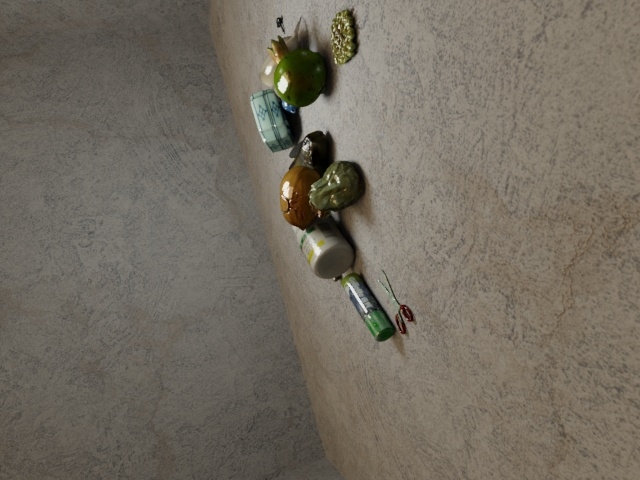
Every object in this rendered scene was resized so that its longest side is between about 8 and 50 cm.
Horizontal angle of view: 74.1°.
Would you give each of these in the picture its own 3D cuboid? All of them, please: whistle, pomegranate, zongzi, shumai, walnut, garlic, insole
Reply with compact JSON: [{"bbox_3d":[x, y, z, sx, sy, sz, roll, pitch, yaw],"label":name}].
[{"bbox_3d":[-0.159,-0.709,2.146,0.090,0.090,0.158,115,137,-63],"label":"whistle"},{"bbox_3d":[-0.110,-0.696,1.739,0.302,0.236,0.236,46,159,2],"label":"pomegranate"},{"bbox_3d":[0.000,-0.311,1.934,0.300,0.138,0.286,58,151,10],"label":"zongzi"},{"bbox_3d":[0.040,-0.205,1.725,0.189,0.218,0.256,59,160,9],"label":"shumai"},{"bbox_3d":[-0.083,-0.180,1.874,0.203,0.203,0.298,-141,47,-62],"label":"walnut"},{"bbox_3d":[-0.141,-0.792,1.949,0.231,0.246,0.340,35,150,-17],"label":"garlic"},{"bbox_3d":[-0.093,-0.469,2.139,0.110,0.012,0.309,-61,22,-7],"label":"insole"}]

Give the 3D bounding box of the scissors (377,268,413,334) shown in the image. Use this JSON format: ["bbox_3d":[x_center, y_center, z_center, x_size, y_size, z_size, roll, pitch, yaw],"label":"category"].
[{"bbox_3d":[0.283,0.231,1.643,0.144,0.017,0.248,100,152,-51],"label":"scissors"}]

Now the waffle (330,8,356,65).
[{"bbox_3d":[0.076,-0.719,1.503,0.183,0.036,0.169,-163,62,-69],"label":"waffle"}]

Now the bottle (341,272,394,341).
[{"bbox_3d":[0.198,0.279,1.809,0.330,0.093,0.093,-122,25,-43],"label":"bottle"}]

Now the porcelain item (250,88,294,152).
[{"bbox_3d":[-0.247,-0.633,2.251,0.281,0.157,0.286,50,-157,-80],"label":"porcelain item"}]

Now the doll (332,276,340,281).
[{"bbox_3d":[0.012,0.092,2.242,0.203,0.091,0.286,47,-175,-22],"label":"doll"}]

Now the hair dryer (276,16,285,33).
[{"bbox_3d":[-0.195,-1.052,2.095,0.079,0.031,0.083,168,80,-83],"label":"hair dryer"}]

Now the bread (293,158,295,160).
[{"bbox_3d":[-0.094,-0.405,2.215,0.156,0.064,0.118,-136,40,-60],"label":"bread"}]

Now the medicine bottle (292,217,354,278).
[{"bbox_3d":[0.000,0.000,2.005,0.340,0.208,0.208,-123,25,-44],"label":"medicine bottle"}]
